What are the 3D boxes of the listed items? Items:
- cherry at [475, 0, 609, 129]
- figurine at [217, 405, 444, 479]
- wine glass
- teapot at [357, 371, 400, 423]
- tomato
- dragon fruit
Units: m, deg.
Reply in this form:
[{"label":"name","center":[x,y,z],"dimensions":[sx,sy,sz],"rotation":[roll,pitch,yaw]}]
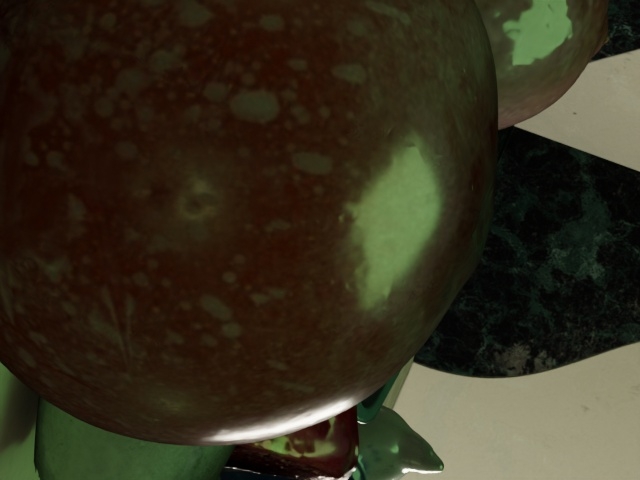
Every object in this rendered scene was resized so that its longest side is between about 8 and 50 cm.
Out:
[{"label":"cherry","center":[0.086,-0.174,1.300],"dimensions":[0.206,0.239,0.239],"rotation":[21,90,-85]},{"label":"figurine","center":[-0.018,0.238,1.680],"dimensions":[0.284,0.338,0.204],"rotation":[-25,123,-15]},{"label":"wine glass","center":[-0.082,0.032,1.082],"dimensions":[0.126,0.126,0.241],"rotation":[-43,154,-73]},{"label":"teapot","center":[0.024,0.040,1.640],"dimensions":[0.225,0.171,0.203],"rotation":[-57,133,-32]},{"label":"tomato","center":[-0.035,-0.037,0.848],"dimensions":[0.270,0.227,0.270],"rotation":[19,90,-79]},{"label":"dragon fruit","center":[-0.049,0.092,1.305],"dimensions":[0.163,0.189,0.262],"rotation":[-50,-177,-16]}]
